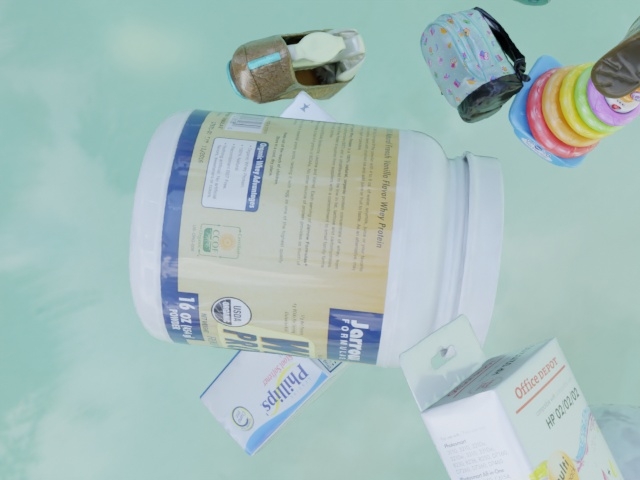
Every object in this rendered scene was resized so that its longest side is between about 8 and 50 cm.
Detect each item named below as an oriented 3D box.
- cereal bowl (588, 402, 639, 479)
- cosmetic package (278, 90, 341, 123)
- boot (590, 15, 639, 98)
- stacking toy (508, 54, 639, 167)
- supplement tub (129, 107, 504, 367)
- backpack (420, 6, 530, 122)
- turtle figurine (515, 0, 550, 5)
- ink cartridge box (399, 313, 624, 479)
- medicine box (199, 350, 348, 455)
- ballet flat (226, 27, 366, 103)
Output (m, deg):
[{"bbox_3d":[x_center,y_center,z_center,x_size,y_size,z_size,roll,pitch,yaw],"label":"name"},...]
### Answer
[{"bbox_3d":[0.264,0.329,0.844,0.141,0.339,0.339,12,105,4],"label":"cereal bowl"},{"bbox_3d":[0.012,-0.069,1.131,0.224,0.224,0.138,40,86,-2],"label":"cosmetic package"},{"bbox_3d":[0.444,-0.266,0.984,0.077,0.165,0.213,53,137,-5],"label":"boot"},{"bbox_3d":[0.468,-0.235,1.335,0.175,0.302,0.166,34,76,-14],"label":"stacking toy"},{"bbox_3d":[0.000,0.000,0.775,0.316,0.228,0.228,6,103,3],"label":"supplement tub"},{"bbox_3d":[0.254,-0.306,1.384,0.182,0.115,0.152,65,151,9],"label":"backpack"},{"bbox_3d":[0.212,-0.313,0.647,0.118,0.175,0.234,14,80,-20],"label":"turtle figurine"},{"bbox_3d":[0.134,0.135,0.533,0.061,0.104,0.181,-28,86,38],"label":"ink cartridge box"},{"bbox_3d":[-0.033,0.209,1.480,0.149,0.289,0.263,46,123,10],"label":"medicine box"},{"bbox_3d":[-0.006,-0.278,1.235,0.124,0.342,0.116,-19,93,31],"label":"ballet flat"}]
